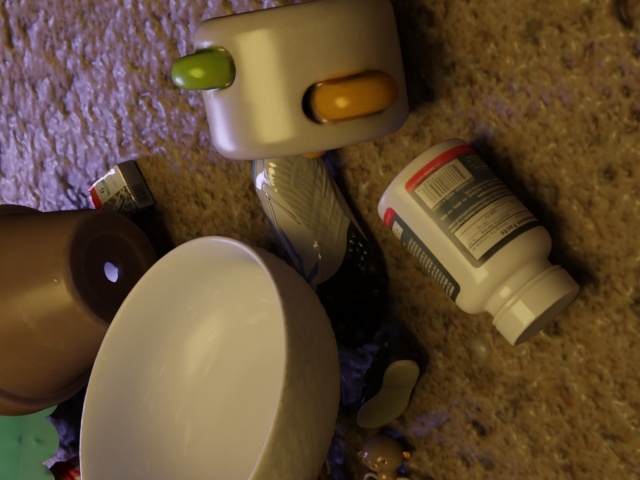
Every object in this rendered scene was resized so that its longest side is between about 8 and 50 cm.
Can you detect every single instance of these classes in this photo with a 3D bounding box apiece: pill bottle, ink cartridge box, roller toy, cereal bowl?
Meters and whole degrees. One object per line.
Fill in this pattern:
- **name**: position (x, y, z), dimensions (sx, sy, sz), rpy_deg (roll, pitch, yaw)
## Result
- **pill bottle**: position (0.147, 0.004, 1.218), dimensions (0.180, 0.108, 0.108), rpy_deg (50, 134, 17)
- **ink cartridge box**: position (-0.256, -0.047, 1.641), dimensions (0.115, 0.029, 0.063), rpy_deg (-32, 84, 46)
- **roller toy**: position (-0.014, -0.150, 1.252), dimensions (0.209, 0.191, 0.146), rpy_deg (-6, 101, 20)
- **cereal bowl**: position (-0.097, 0.173, 1.361), dimensions (0.339, 0.141, 0.339), rpy_deg (-23, 57, 41)

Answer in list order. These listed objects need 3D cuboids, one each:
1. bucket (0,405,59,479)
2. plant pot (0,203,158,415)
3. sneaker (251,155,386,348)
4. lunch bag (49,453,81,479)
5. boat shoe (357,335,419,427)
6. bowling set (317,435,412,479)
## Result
- **bucket**: position (-0.466, 0.247, 1.778), dimensions (0.281, 0.183, 0.281), rpy_deg (-175, 90, -67)
- **plant pot**: position (-0.315, 0.062, 1.594), dimensions (0.229, 0.263, 0.263), rpy_deg (-20, 92, 38)
- **sneaker**: position (0.000, 0.000, 1.390), dimensions (0.237, 0.085, 0.086), rpy_deg (66, 169, -7)
- **lunch bag**: position (-0.236, 0.425, 1.756), dimensions (0.293, 0.120, 0.258), rpy_deg (24, 125, 38)
- **boat shoe**: position (0.070, 0.152, 1.401), dimensions (0.133, 0.049, 0.042), rpy_deg (111, 155, -46)
- **bowling set**: position (-0.051, 0.280, 1.451), dimensions (0.287, 0.200, 0.154), rpy_deg (-3, 105, 37)
